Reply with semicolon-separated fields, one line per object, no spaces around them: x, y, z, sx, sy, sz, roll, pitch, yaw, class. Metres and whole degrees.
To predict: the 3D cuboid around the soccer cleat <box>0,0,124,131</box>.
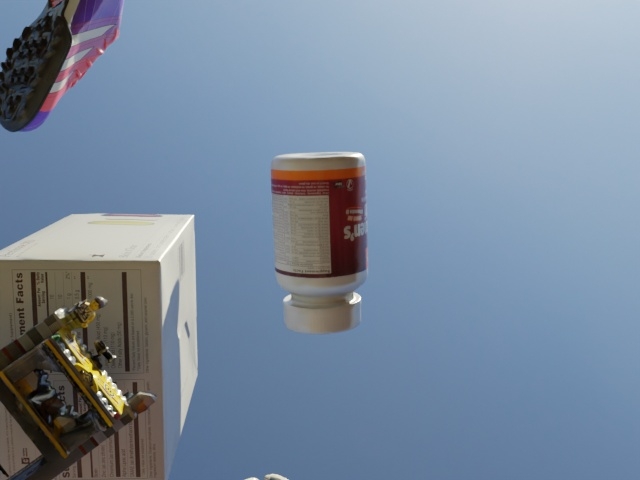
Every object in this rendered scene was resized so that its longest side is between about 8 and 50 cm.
-0.328;-0.268;0.951;0.109;0.116;0.318;-1;-116;30;soccer cleat

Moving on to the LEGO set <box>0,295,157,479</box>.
-0.237;0.067;0.428;0.192;0.255;0.331;-36;-91;-10;LEGO set

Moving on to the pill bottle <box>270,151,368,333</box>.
0.000;0.000;0.912;0.121;0.121;0.221;-7;-79;-23;pill bottle

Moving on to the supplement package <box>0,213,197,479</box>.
-0.209;0.089;0.711;0.145;0.262;0.203;0;-80;-4;supplement package

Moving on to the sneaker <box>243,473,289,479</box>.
-0.012;0.187;0.300;0.068;0.071;0.169;-17;-106;13;sneaker
